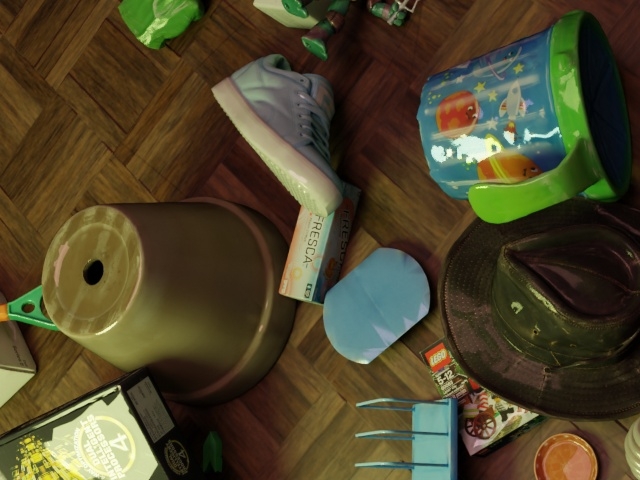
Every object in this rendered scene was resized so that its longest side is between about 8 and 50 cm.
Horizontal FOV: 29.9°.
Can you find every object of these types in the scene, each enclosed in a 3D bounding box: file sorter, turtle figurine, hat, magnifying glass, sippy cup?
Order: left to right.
[{"bbox_3d":[-0.490,0.113,1.975,0.231,0.026,0.092,-9,61,-3],"label":"magnifying glass"},{"bbox_3d":[0.057,-0.383,1.770,0.234,0.175,0.118,-43,19,-15],"label":"turtle figurine"},{"bbox_3d":[0.106,0.292,1.552,0.118,0.104,0.170,149,125,-67],"label":"file sorter"},{"bbox_3d":[0.252,-0.149,1.510,0.224,0.305,0.240,-10,90,27],"label":"sippy cup"},{"bbox_3d":[0.297,0.057,1.445,0.331,0.134,0.331,-5,67,12],"label":"hat"}]

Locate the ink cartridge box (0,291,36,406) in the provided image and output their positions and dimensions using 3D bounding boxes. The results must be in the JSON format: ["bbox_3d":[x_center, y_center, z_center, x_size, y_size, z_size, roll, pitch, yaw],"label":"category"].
[{"bbox_3d":[-0.644,0.227,2.061,0.273,0.115,0.198,-43,59,16],"label":"ink cartridge box"}]

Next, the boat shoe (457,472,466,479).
[{"bbox_3d":[0.211,0.335,1.540,0.125,0.046,0.038,44,102,29],"label":"boat shoe"}]

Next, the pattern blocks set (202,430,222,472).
[{"bbox_3d":[-0.283,0.385,1.850,0.325,0.026,0.285,-20,68,27],"label":"pattern blocks set"}]

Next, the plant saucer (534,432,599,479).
[{"bbox_3d":[0.310,0.285,1.509,0.083,0.013,0.083,-9,73,30],"label":"plant saucer"}]

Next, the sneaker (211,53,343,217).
[{"bbox_3d":[-0.037,-0.176,1.731,0.150,0.135,0.366,-40,44,1],"label":"sneaker"}]

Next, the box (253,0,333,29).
[{"bbox_3d":[-0.030,-0.385,1.834,0.087,0.101,0.102,14,86,33],"label":"box"}]

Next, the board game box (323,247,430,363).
[{"bbox_3d":[0.083,0.093,1.689,0.169,0.033,0.133,-42,55,11],"label":"board game box"}]

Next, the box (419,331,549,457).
[{"bbox_3d":[0.261,0.155,1.553,0.233,0.044,0.159,-36,62,20],"label":"box"}]

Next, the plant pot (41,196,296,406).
[{"bbox_3d":[-0.244,0.071,1.751,0.323,0.280,0.323,-8,74,32],"label":"plant pot"}]

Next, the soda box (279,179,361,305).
[{"bbox_3d":[0.000,0.000,1.747,0.063,0.058,0.183,12,86,34],"label":"soda box"}]

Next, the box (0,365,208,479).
[{"bbox_3d":[-0.293,0.415,1.710,0.318,0.097,0.395,-25,95,25],"label":"box"}]

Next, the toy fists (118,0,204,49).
[{"bbox_3d":[-0.286,-0.457,2.020,0.142,0.096,0.279,-45,60,27],"label":"toy fists"}]

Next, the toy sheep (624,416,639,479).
[{"bbox_3d":[0.401,0.245,1.409,0.091,0.132,0.091,-7,38,5],"label":"toy sheep"}]
